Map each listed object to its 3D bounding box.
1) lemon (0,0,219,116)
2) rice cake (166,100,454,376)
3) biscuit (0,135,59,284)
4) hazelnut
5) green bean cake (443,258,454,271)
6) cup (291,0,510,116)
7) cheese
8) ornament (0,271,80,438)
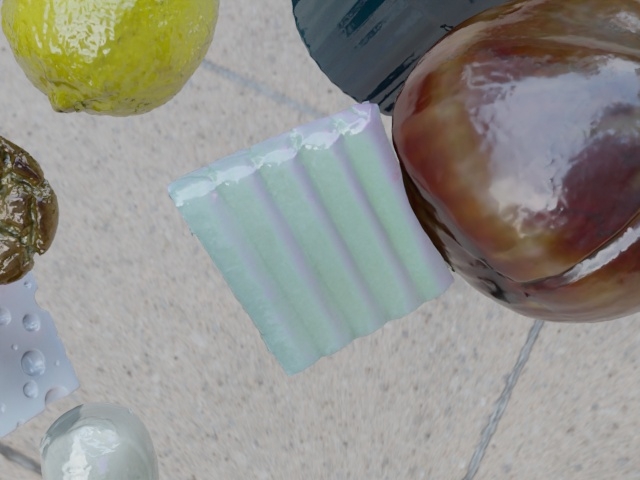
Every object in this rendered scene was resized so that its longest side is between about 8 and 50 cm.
[{"bbox_3d":[-0.269,-0.307,1.561,0.268,0.268,0.321,15,66,6],"label":"lemon"},{"bbox_3d":[0.000,0.000,0.953,0.189,0.198,0.037,-25,32,-7],"label":"rice cake"},{"bbox_3d":[-0.427,-0.033,1.431,0.226,0.042,0.226,-4,112,-9],"label":"biscuit"},{"bbox_3d":[0.167,-0.054,0.805,0.229,0.229,0.229,0,71,1],"label":"hazelnut"},{"bbox_3d":[0.190,-0.032,1.470,0.200,0.214,0.113,21,72,11],"label":"green bean cake"},{"bbox_3d":[0.142,-0.296,1.151,0.242,0.292,0.308,33,54,-12],"label":"cup"},{"bbox_3d":[-0.293,0.305,1.593,0.154,0.189,0.198,-13,108,-22],"label":"cheese"},{"bbox_3d":[-0.580,0.194,1.909,0.239,0.240,0.239,-14,102,36],"label":"ornament"}]
